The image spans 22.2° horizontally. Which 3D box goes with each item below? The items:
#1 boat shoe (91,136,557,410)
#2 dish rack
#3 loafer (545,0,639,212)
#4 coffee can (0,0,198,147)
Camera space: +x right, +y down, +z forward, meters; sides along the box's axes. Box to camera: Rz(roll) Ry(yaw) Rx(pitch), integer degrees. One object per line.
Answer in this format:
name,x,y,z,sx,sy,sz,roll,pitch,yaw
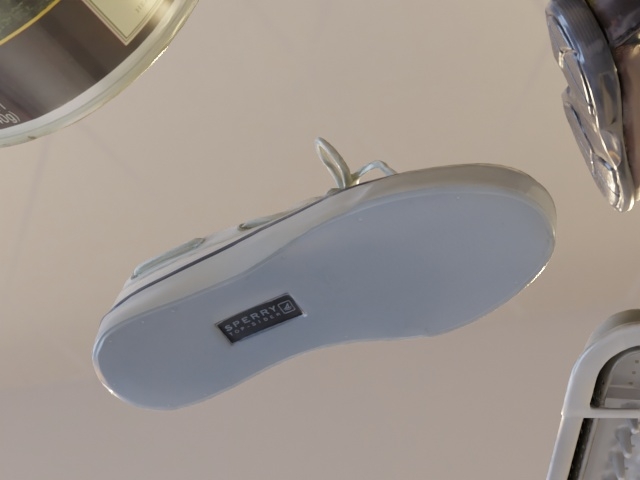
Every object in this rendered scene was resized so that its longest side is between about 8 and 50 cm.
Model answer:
boat shoe,0.003,0.007,1.234,0.367,0.136,0.156,-23,-149,21
dish rack,0.310,0.182,1.279,0.285,0.333,0.072,4,-146,-5
loafer,0.240,-0.108,1.241,0.095,0.302,0.109,-27,-114,4
coffee can,-0.188,-0.189,0.661,0.201,0.275,0.202,-13,-121,22
